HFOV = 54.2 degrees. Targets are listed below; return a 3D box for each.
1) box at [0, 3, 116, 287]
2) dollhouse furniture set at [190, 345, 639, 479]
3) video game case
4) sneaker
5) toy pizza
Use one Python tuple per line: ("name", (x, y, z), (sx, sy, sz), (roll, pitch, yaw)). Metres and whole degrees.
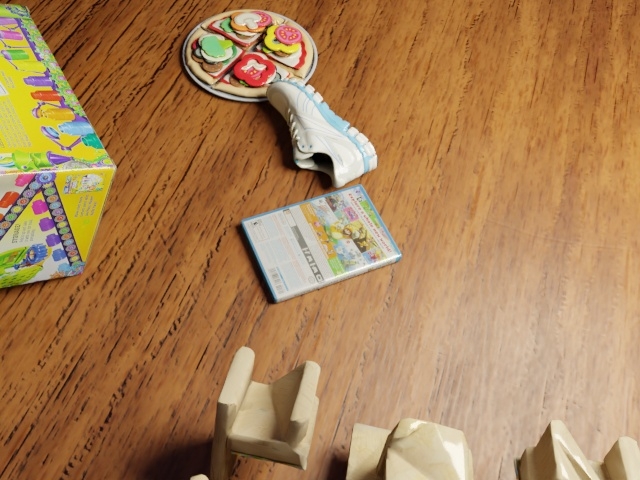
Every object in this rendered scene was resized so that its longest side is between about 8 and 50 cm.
("box", (-0.416, -0.104, 0.647), (0.279, 0.177, 0.290), (-10, 55, -42))
("dollhouse furniture set", (0.053, 0.338, 0.484), (0.363, 0.256, 0.394), (12, 36, 2))
("video game case", (0.000, 0.000, 0.771), (0.166, 0.015, 0.119), (-18, 60, -16))
("sneaker", (-0.017, -0.142, 0.831), (0.083, 0.071, 0.191), (-40, 68, -19))
("toy pizza", (-0.104, -0.286, 0.933), (0.202, 0.032, 0.201), (2, 58, -4))
